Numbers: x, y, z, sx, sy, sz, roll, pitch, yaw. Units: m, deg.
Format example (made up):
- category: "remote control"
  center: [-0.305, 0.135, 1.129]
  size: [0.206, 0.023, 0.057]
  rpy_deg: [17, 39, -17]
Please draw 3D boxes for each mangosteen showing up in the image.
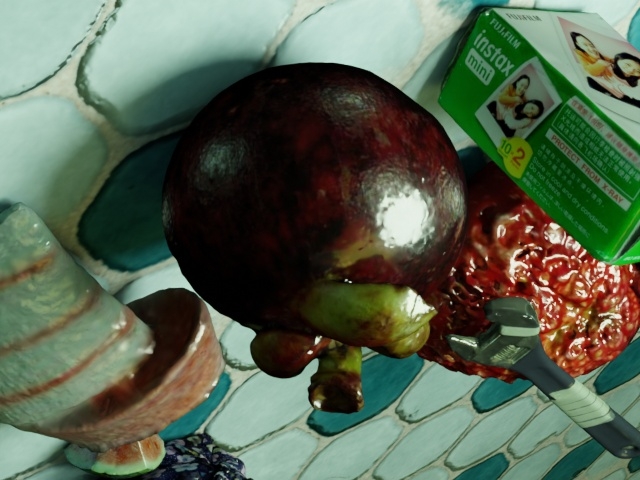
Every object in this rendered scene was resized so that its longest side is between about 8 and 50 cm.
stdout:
- category: "mangosteen"
  center: [0.000, 0.000, 1.053]
  size: [0.228, 0.265, 0.228]
  rpy_deg: [-10, 160, -4]

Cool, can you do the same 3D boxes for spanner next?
- category: "spanner"
  center: [0.227, 0.143, 1.368]
  size: [0.087, 0.024, 0.316]
  rpy_deg: [-28, 135, 23]

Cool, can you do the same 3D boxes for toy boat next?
- category: "toy boat"
  center: [-0.206, 0.068, 1.127]
  size: [0.206, 0.096, 0.282]
  rpy_deg: [-25, 145, 7]

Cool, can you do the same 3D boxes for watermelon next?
- category: "watermelon"
  center: [-0.197, 0.190, 1.360]
  size: [0.092, 0.072, 0.084]
  rpy_deg: [2, 165, 6]

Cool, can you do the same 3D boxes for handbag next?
- category: "handbag"
  center: [-0.168, 0.282, 1.407]
  size: [0.228, 0.127, 0.208]
  rpy_deg: [-29, -178, -10]

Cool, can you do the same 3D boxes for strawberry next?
- category: "strawberry"
  center: [0.207, 0.037, 1.413]
  size: [0.274, 0.220, 0.274]
  rpy_deg: [-32, 156, -16]

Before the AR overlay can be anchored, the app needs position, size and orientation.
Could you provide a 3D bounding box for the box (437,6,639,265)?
- category: "box"
  center: [0.236, -0.091, 1.206]
  size: [0.180, 0.250, 0.103]
  rpy_deg: [-7, 135, -45]
